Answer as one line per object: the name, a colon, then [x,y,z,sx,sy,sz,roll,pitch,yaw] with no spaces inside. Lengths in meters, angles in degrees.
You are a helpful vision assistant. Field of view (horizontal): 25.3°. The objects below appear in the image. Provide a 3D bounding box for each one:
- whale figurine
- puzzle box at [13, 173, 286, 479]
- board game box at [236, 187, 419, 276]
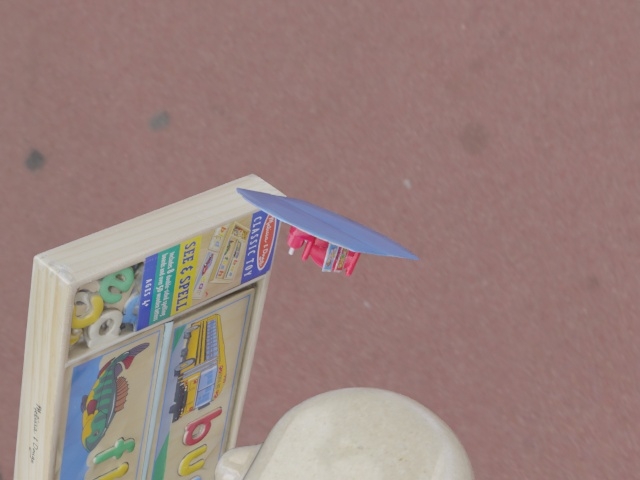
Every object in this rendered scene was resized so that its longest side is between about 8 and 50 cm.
whale figurine: [-0.004,0.236,1.056,0.272,0.141,0.216,-40,50,-17]
puzzle box: [-0.174,0.150,1.408,0.052,0.272,0.409,34,129,29]
board game box: [0.000,0.000,1.210,0.133,0.168,0.033,28,100,31]
